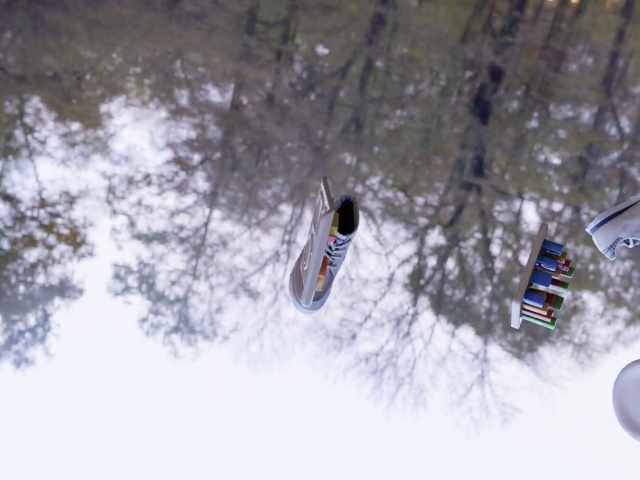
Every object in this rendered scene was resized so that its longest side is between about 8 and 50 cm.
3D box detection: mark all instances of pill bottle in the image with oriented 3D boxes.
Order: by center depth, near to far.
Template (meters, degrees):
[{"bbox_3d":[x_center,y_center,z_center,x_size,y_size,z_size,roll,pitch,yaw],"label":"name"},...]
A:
[{"bbox_3d":[0.565,0.239,1.571,0.229,0.131,0.131,1,-158,-39],"label":"pill bottle"}]

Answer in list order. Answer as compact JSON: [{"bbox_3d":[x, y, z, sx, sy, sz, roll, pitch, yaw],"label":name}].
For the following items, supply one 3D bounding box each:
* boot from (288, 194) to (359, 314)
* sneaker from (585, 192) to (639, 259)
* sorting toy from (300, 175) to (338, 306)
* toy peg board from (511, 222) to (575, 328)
[{"bbox_3d":[0.011,0.021,2.094,0.095,0.123,0.258,23,-126,-11],"label":"boot"},{"bbox_3d":[0.683,-0.045,2.180,0.235,0.090,0.095,-29,-110,-8],"label":"sneaker"},{"bbox_3d":[0.000,0.000,1.899,0.038,0.193,0.208,12,-159,-5],"label":"sorting toy"},{"bbox_3d":[0.414,0.076,1.876,0.079,0.161,0.161,18,163,15],"label":"toy peg board"}]
